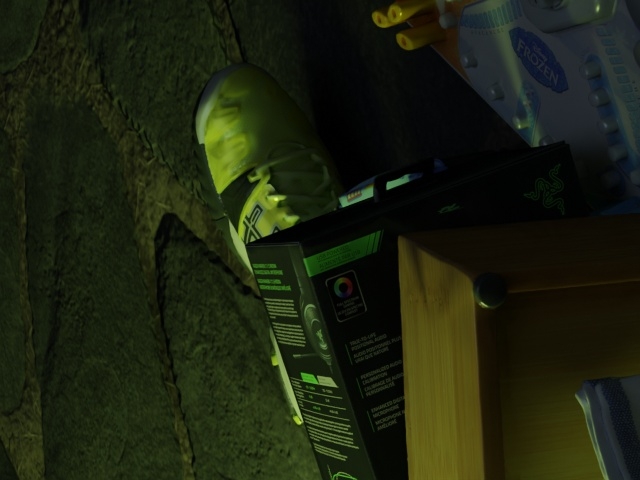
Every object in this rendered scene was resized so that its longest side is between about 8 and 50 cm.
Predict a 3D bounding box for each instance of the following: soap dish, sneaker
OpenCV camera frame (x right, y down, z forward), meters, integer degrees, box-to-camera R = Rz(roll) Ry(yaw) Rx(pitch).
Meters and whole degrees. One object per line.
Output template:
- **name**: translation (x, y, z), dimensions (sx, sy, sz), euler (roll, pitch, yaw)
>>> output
- **soap dish**: translation (0.206, 0.098, 1.169), dimensions (0.118, 0.291, 0.228), euler (-162, 67, -74)
- **sneaker**: translation (0.000, 0.000, 1.553), dimensions (0.147, 0.145, 0.384), euler (-29, 84, 60)

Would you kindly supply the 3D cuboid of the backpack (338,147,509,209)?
- **backpack**: translation (0.108, 0.018, 1.436), dimensions (0.158, 0.117, 0.173), euler (-16, 87, 54)

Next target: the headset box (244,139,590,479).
- **headset box**: translation (0.103, 0.075, 1.282), dimensions (0.131, 0.246, 0.283), euler (-3, 105, 69)

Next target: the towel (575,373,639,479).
- **towel**: translation (0.324, 0.149, 1.029), dimensions (0.034, 0.285, 0.209), euler (70, -173, -58)

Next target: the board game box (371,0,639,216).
- **board game box**: translation (0.170, -0.219, 1.258), dimensions (0.390, 0.050, 0.390), euler (51, 152, 35)
